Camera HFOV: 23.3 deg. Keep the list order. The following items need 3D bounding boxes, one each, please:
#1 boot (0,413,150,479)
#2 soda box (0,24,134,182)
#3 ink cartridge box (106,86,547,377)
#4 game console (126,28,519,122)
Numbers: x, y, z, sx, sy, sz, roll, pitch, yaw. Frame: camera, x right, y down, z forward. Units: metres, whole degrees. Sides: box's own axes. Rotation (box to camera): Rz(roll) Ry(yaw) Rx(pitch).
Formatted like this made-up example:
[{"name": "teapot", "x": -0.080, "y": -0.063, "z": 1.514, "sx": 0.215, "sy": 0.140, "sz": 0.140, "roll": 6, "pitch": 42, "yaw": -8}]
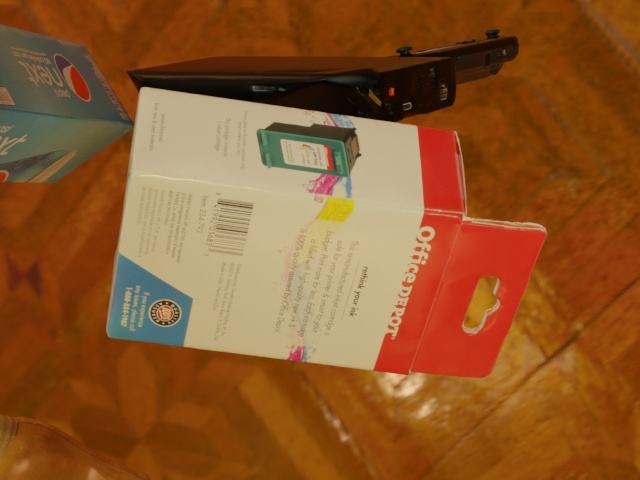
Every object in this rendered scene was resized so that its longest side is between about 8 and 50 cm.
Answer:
[{"name": "boot", "x": -0.264, "y": 0.269, "z": 1.137, "sx": 0.295, "sy": 0.211, "sz": 0.104, "roll": -61, "pitch": 24, "yaw": -1}, {"name": "soda box", "x": -0.189, "y": -0.080, "z": 0.921, "sx": 0.071, "sy": 0.210, "sz": 0.067, "roll": -33, "pitch": 83, "yaw": 12}, {"name": "ink cartridge box", "x": 0.000, "y": 0.000, "z": 0.898, "sx": 0.231, "sy": 0.078, "sz": 0.134, "roll": 8, "pitch": 133, "yaw": -8}, {"name": "game console", "x": 0.032, "y": -0.133, "z": 1.227, "sx": 0.213, "sy": 0.361, "sz": 0.044, "roll": 4, "pitch": 103, "yaw": 30}]
